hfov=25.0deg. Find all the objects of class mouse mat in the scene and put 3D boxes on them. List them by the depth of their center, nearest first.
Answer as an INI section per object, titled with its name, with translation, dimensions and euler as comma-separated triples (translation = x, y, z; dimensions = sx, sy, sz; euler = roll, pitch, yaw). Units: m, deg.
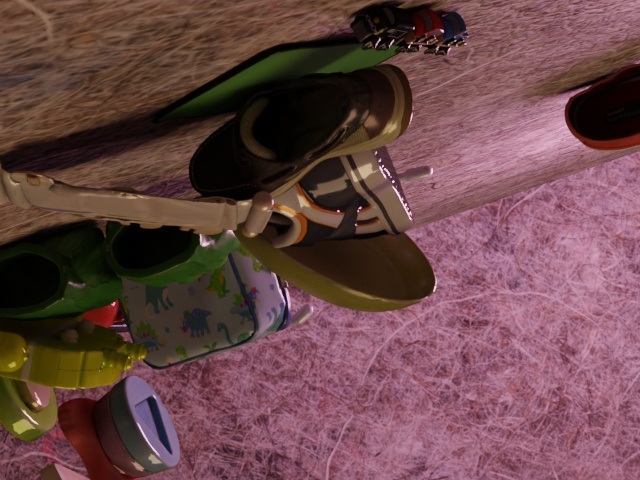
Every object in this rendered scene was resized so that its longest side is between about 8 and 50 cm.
[mouse mat]
translation = -0.021, -0.127, 1.114
dimensions = 0.152, 0.007, 0.189
euler = -23, 174, 43

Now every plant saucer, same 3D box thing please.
[plant saucer]
translation = 0.000, 0.000, 1.406
dimensions = 0.241, 0.241, 0.037
euler = -12, 135, -60

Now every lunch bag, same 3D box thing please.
[lunch bag]
translation = -0.144, 0.049, 1.706
dimensions = 0.219, 0.176, 0.090
euler = -20, -179, 41

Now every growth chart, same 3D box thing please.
[growth chart]
translation = -0.149, -0.029, 1.126
dimensions = 0.237, 0.021, 0.172
euler = 7, 172, -15

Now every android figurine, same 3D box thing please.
[android figurine]
translation = -0.329, 0.108, 1.582
dimensions = 0.272, 0.056, 0.248
euler = 10, -174, 8

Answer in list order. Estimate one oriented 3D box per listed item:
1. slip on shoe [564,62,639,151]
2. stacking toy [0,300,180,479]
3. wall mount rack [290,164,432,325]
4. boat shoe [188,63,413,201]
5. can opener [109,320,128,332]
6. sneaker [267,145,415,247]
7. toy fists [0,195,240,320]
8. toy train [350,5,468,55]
[slip on shoe]
translation = 0.452, -0.186, 1.789
dimensions = 0.331, 0.123, 0.101
euler = -16, 174, 33
[stacking toy]
translation = -0.279, 0.185, 1.778
dimensions = 0.130, 0.309, 0.279
euler = -27, -170, 11
[wall mount rack]
translation = -0.013, -0.012, 1.919
dimensions = 0.304, 0.130, 0.350
euler = -54, 167, 14
[boat shoe]
translation = -0.032, -0.084, 1.099
dimensions = 0.223, 0.080, 0.073
euler = -18, 165, 41
[can opener]
translation = -0.275, 0.105, 1.988
dimensions = 0.073, 0.059, 0.186
euler = -24, 173, 25
[sneaker]
translation = 0.003, -0.059, 1.316
dimensions = 0.127, 0.126, 0.321
euler = -23, 168, 7
[toy fists]
translation = -0.220, 0.018, 1.520
dimensions = 0.279, 0.096, 0.142
euler = -18, 169, 13
[toy train]
translation = 0.070, -0.154, 1.046
dimensions = 0.036, 0.027, 0.158
euler = -33, 169, 26
